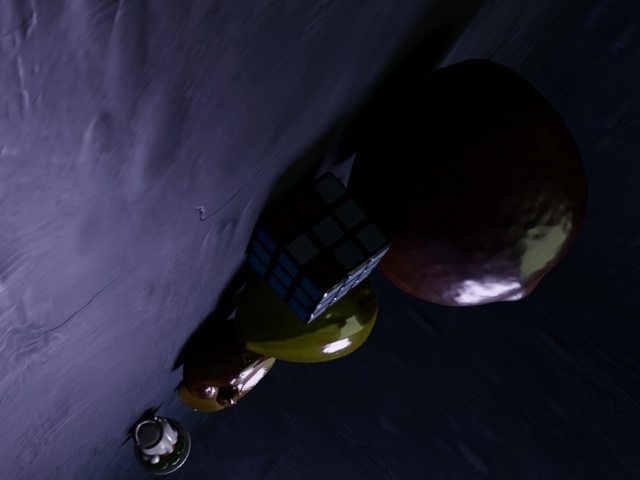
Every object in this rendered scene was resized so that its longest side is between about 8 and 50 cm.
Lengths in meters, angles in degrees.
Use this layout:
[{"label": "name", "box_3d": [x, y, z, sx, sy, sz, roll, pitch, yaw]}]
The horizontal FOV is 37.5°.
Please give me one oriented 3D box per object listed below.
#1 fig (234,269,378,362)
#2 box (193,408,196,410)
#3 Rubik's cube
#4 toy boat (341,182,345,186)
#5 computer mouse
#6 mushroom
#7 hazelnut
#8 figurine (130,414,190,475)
[{"label": "fig", "box_3d": [-0.033, 0.125, 1.753, 0.271, 0.239, 0.239, -31, 171, -9]}, {"label": "box", "box_3d": [-0.224, 0.291, 2.226, 0.220, 0.064, 0.141, -48, 172, 18]}, {"label": "Rubik's cube", "box_3d": [-0.004, 0.013, 1.534, 0.163, 0.162, 0.160, -36, 169, -24]}, {"label": "toy boat", "box_3d": [0.000, 0.000, 1.959, 0.136, 0.079, 0.392, -43, 169, -22]}, {"label": "computer mouse", "box_3d": [-0.208, 0.300, 2.117, 0.245, 0.126, 0.056, -40, -143, 8]}, {"label": "mushroom", "box_3d": [-0.185, 0.230, 1.881, 0.194, 0.138, 0.231, -51, -173, -39]}, {"label": "hazelnut", "box_3d": [0.242, -0.085, 1.600, 0.421, 0.421, 0.353, -50, 156, 19]}, {"label": "figurine", "box_3d": [-0.360, 0.434, 2.051, 0.132, 0.132, 0.153, -46, 160, -16]}]
